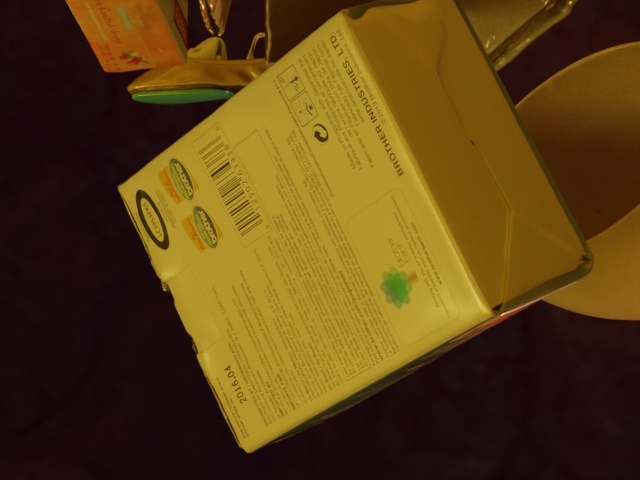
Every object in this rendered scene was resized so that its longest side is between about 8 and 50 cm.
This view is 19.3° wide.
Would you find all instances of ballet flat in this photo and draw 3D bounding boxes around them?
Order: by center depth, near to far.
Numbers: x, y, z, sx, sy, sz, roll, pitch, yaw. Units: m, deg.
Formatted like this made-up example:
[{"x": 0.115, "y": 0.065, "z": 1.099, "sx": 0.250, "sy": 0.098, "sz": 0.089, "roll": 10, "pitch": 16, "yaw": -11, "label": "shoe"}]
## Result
[{"x": -0.084, "y": -0.178, "z": 1.954, "sx": 0.080, "sy": 0.232, "sz": 0.073, "roll": 73, "pitch": -162, "yaw": -84, "label": "ballet flat"}]

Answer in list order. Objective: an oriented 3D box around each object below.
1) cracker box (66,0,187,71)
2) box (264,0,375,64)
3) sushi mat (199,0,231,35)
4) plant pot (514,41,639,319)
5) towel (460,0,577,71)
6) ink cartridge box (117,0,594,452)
[{"x": -0.141, "y": -0.257, "z": 1.330, "sx": 0.156, "sy": 0.067, "sz": 0.232, "roll": 69, "pitch": -163, "yaw": -65, "label": "cracker box"}, {"x": 0.032, "y": -0.282, "z": 1.774, "sx": 0.168, "sy": 0.167, "sz": 0.203, "roll": -85, "pitch": -5, "yaw": -71, "label": "box"}, {"x": -0.067, "y": -0.367, "z": 1.835, "sx": 0.151, "sy": 0.019, "sz": 0.316, "roll": 85, "pitch": -161, "yaw": -76, "label": "sushi mat"}, {"x": 0.306, "y": -0.030, "z": 1.869, "sx": 0.284, "sy": 0.284, "sz": 0.191, "roll": -50, "pitch": -61, "yaw": -9, "label": "plant pot"}, {"x": 0.166, "y": -0.276, "z": 1.892, "sx": 0.049, "sy": 0.187, "sz": 0.282, "roll": 6, "pitch": -38, "yaw": -48, "label": "towel"}, {"x": 0.000, "y": 0.000, "z": 1.586, "sx": 0.151, "sy": 0.270, "sz": 0.395, "roll": -17, "pitch": -12, "yaw": -46, "label": "ink cartridge box"}]
